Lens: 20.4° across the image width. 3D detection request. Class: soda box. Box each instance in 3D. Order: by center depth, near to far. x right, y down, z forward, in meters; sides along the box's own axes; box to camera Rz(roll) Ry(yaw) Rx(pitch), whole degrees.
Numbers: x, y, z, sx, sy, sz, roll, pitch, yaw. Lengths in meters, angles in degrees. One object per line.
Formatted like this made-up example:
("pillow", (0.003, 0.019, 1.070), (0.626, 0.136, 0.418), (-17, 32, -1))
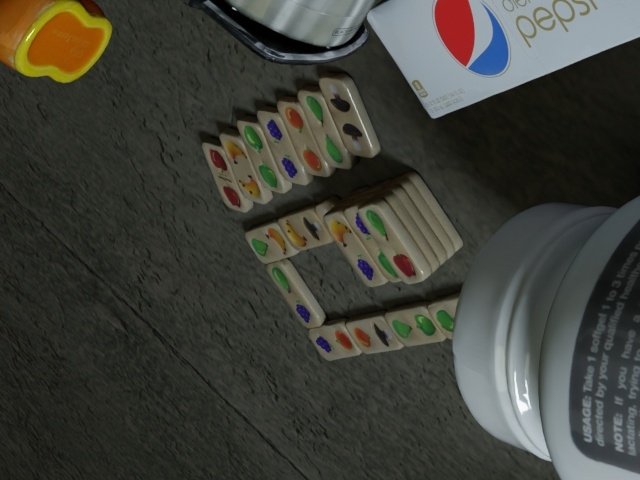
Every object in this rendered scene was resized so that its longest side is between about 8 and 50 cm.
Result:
("soda box", (0.112, -0.124, 0.835), (0.069, 0.074, 0.216), (56, 153, -8))

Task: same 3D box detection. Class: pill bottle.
("pill bottle", (0.212, 0.067, 0.801), (0.318, 0.176, 0.176), (13, 134, 50))

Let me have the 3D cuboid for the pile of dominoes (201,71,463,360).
("pile of dominoes", (0.000, 0.000, 1.199), (0.196, 0.040, 0.251), (56, 152, -9))

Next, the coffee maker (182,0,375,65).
("coffee maker", (-0.015, -0.197, 0.824), (0.171, 0.120, 0.178), (30, 121, -3))

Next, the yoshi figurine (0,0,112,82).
("yoshi figurine", (-0.252, -0.277, 1.110), (0.362, 0.203, 0.203), (45, 137, 19))
